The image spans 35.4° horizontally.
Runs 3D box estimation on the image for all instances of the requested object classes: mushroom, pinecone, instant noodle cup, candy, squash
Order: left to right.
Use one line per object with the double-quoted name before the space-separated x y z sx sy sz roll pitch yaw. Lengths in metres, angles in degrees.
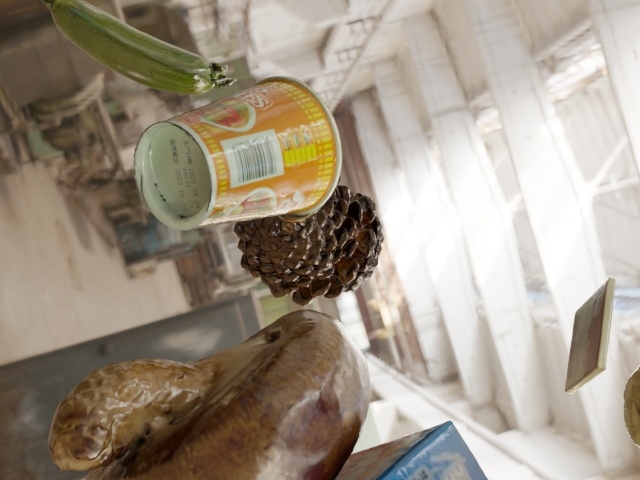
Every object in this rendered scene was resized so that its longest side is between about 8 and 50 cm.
"squash" -0.280 -0.280 1.470 0.080 0.318 0.071 -61 177 -61
"mushroom" -0.097 0.204 1.046 0.345 0.345 0.239 -126 -155 -76
"instant noodle cup" -0.095 -0.085 1.086 0.168 0.185 0.169 14 -68 37
"pinecone" -0.003 0.001 1.731 0.292 0.246 0.246 25 43 -60
"candy" 0.022 0.298 1.069 0.306 0.157 0.100 -33 -91 49

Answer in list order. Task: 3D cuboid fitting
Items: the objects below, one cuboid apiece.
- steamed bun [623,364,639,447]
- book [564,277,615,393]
"steamed bun" 0.335 0.135 0.849 0.141 0.172 0.155 51 -29 -3
"book" 0.477 0.174 1.777 0.232 0.022 0.162 88 14 -71
